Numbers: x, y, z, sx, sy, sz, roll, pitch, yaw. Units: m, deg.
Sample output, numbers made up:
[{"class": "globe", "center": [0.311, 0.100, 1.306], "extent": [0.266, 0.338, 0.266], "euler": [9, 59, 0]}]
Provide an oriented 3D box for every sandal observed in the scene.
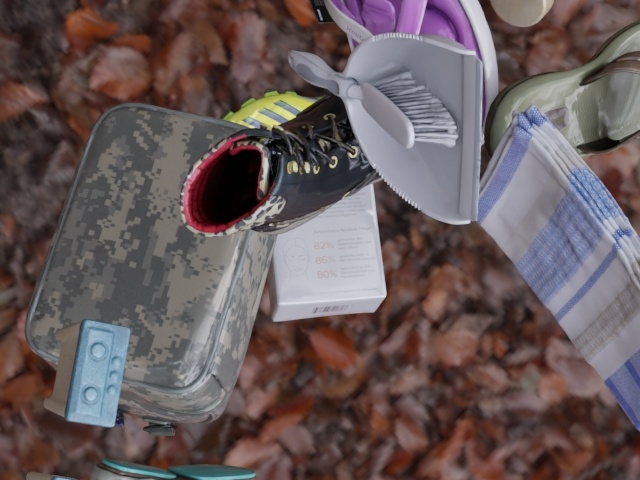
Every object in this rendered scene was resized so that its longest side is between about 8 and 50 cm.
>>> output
[{"class": "sandal", "center": [0.058, -0.276, 1.421], "extent": [0.102, 0.169, 0.416], "euler": [-21, 93, -47]}, {"class": "sandal", "center": [0.302, -0.138, 1.394], "extent": [0.302, 0.086, 0.120], "euler": [-27, 117, -26]}]

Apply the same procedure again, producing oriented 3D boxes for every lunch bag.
[{"class": "lunch bag", "center": [-0.155, 0.042, 1.441], "extent": [0.256, 0.212, 0.305], "euler": [65, 39, -70]}]

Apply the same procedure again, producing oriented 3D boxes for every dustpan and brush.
[{"class": "dustpan and brush", "center": [0.043, -0.111, 1.063], "extent": [0.060, 0.211, 0.147], "euler": [-16, 125, -21]}]

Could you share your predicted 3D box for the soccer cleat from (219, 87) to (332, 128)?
[{"class": "soccer cleat", "center": [-0.026, -0.144, 1.893], "extent": [0.289, 0.121, 0.093], "euler": [-14, 156, -39]}]

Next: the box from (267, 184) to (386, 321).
[{"class": "box", "center": [0.000, 0.000, 1.625], "extent": [0.130, 0.091, 0.171], "euler": [-4, 75, -8]}]

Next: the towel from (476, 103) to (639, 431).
[{"class": "towel", "center": [0.240, 0.031, 1.251], "extent": [0.034, 0.285, 0.209], "euler": [-29, 164, -19]}]

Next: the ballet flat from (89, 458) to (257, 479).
[{"class": "ballet flat", "center": [-0.158, 0.270, 1.448], "extent": [0.213, 0.072, 0.068], "euler": [12, 88, -44]}]

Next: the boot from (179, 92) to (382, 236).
[{"class": "boot", "center": [0.005, -0.077, 1.094], "extent": [0.236, 0.085, 0.178], "euler": [-36, 173, 17]}]

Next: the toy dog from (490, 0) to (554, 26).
[{"class": "toy dog", "center": [0.326, -0.419, 1.711], "extent": [0.333, 0.220, 0.161], "euler": [-36, 104, 30]}]

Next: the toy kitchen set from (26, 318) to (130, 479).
[{"class": "toy kitchen set", "center": [-0.114, 0.165, 1.118], "extent": [0.207, 0.122, 0.166], "euler": [15, 78, -31]}]

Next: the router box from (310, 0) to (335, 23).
[{"class": "router box", "center": [0.006, -0.386, 1.742], "extent": [0.046, 0.133, 0.179], "euler": [0, 144, 18]}]
